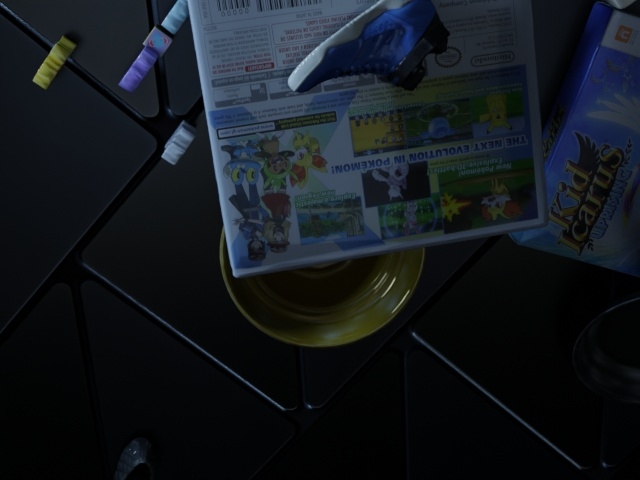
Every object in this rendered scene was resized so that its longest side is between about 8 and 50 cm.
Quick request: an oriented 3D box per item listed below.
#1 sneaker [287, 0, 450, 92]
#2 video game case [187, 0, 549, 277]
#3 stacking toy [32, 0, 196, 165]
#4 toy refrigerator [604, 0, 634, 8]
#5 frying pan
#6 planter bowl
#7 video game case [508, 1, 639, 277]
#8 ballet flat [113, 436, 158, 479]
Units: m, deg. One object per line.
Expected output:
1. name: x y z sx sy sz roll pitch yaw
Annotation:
1. sneaker: 0.050 -0.164 0.863 0.152 0.058 0.085 -37 96 -5
2. video game case: 0.053 -0.134 0.920 0.329 0.036 0.300 -9 103 -6
3. stacking toy: -0.161 -0.205 0.946 0.167 0.052 0.221 33 105 -16
4. toy refrigerator: 0.237 -0.359 0.886 0.094 0.102 0.269 -37 109 13
5. frying pan: 0.355 0.082 1.058 0.197 0.053 0.326 -26 125 27
6. planter bowl: 0.000 0.000 1.014 0.217 0.090 0.217 -1 106 -5
7. video game case: 0.366 -0.093 1.025 0.244 0.061 0.270 15 110 -9
8. ballet flat: -0.236 0.320 1.148 0.057 0.049 0.173 11 110 -7
